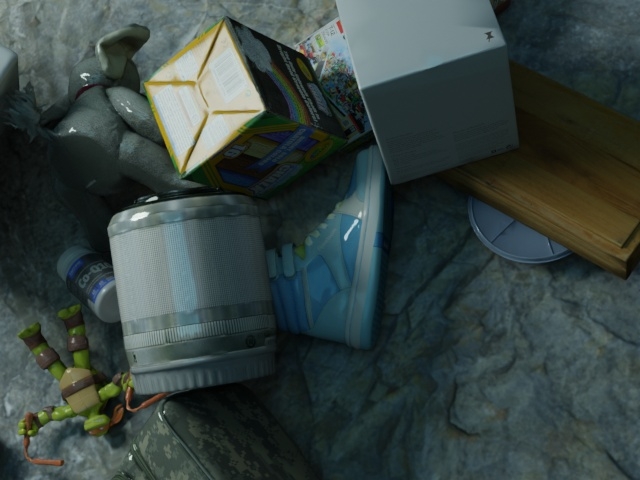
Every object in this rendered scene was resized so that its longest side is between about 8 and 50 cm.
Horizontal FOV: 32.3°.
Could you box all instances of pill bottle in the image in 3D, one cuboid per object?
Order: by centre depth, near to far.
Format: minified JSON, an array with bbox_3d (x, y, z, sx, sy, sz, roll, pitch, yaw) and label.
[{"bbox_3d":[-0.357,0.066,1.760,0.137,0.078,0.078,34,83,38],"label":"pill bottle"}]

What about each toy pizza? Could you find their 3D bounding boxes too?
[{"bbox_3d":[0.324,-0.054,1.669,0.201,0.032,0.201,-6,64,12],"label":"toy pizza"}]

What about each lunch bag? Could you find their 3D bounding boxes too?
[{"bbox_3d":[-0.150,0.394,1.556,0.305,0.212,0.256,47,119,22],"label":"lunch bag"}]

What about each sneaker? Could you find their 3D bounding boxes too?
[{"bbox_3d":[0.000,0.000,1.686,0.208,0.127,0.319,4,73,13],"label":"sneaker"}]

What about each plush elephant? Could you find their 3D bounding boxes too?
[{"bbox_3d":[-0.333,-0.186,1.768,0.272,0.330,0.255,-31,28,36],"label":"plush elephant"}]

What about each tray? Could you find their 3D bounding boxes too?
[{"bbox_3d":[0.327,-0.132,1.646,0.411,0.076,0.203,31,75,26],"label":"tray"}]

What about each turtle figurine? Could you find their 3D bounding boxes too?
[{"bbox_3d":[-0.366,0.214,1.722,0.269,0.087,0.217,-26,84,11],"label":"turtle figurine"}]

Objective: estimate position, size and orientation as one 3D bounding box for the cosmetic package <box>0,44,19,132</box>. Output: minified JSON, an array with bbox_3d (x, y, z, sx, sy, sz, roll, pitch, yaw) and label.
[{"bbox_3d":[-0.686,-0.191,1.708,0.329,0.393,0.327,29,80,-10],"label":"cosmetic package"}]

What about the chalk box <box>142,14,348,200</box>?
[{"bbox_3d":[-0.095,-0.187,1.695,0.179,0.289,0.180,-34,66,23],"label":"chalk box"}]

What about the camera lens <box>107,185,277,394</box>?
[{"bbox_3d":[-0.180,0.069,1.584,0.219,0.219,0.274,-10,86,10],"label":"camera lens"}]

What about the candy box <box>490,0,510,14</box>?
[{"bbox_3d":[0.135,-0.444,1.788,0.183,0.088,0.316,-41,67,-21],"label":"candy box"}]

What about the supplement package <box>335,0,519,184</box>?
[{"bbox_3d":[0.151,-0.246,1.556,0.199,0.263,0.198,-16,62,6],"label":"supplement package"}]

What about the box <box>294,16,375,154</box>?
[{"bbox_3d":[0.044,-0.255,1.787,0.114,0.036,0.207,-30,67,21],"label":"box"}]
